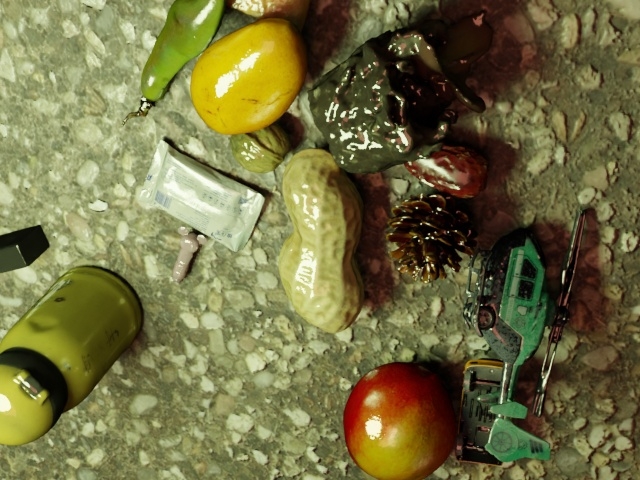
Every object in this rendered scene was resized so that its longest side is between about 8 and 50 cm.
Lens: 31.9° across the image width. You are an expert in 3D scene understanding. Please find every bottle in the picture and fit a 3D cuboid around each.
[{"bbox_3d":[-0.437,0.192,1.806,0.171,0.351,0.172,8,118,15],"label":"bottle"}]

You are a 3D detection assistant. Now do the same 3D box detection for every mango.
[{"bbox_3d":[-0.096,-0.233,1.572,0.144,0.112,0.219,25,140,-24],"label":"mango"}]

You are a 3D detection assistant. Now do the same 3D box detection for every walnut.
[{"bbox_3d":[-0.091,-0.143,1.676,0.092,0.092,0.092,8,119,14],"label":"walnut"}]

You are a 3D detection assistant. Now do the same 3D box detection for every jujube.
[{"bbox_3d":[0.181,-0.108,1.610,0.129,0.077,0.077,23,122,17],"label":"jujube"}]

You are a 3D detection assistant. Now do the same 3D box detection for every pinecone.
[{"bbox_3d":[0.160,-0.001,1.629,0.140,0.121,0.140,21,160,8],"label":"pinecone"}]

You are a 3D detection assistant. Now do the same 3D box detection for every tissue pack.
[{"bbox_3d":[-0.190,-0.066,1.779,0.193,0.026,0.123,28,122,3],"label":"tissue pack"}]

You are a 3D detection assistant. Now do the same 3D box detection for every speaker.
[{"bbox_3d":[-0.578,0.032,1.927,0.218,0.082,0.044,-14,112,23],"label":"speaker"}]

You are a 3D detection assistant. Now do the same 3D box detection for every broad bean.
[{"bbox_3d":[-0.208,-0.278,1.628,0.067,0.075,0.325,8,149,-26],"label":"broad bean"}]

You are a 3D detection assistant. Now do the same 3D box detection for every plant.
[{"bbox_3d":[0.111,-0.195,1.516,0.234,0.204,0.178,-22,94,36],"label":"plant"}]

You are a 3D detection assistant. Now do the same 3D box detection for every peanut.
[{"bbox_3d":[0.000,0.000,1.699,0.136,0.120,0.298,4,115,11],"label":"peanut"}]

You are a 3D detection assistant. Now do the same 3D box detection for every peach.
[{"bbox_3d":[0.126,0.279,1.769,0.197,0.197,0.197,8,119,14],"label":"peach"}]

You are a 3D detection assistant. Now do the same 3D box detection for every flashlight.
[{"bbox_3d":[-0.220,0.024,1.835,0.052,0.031,0.110,25,126,2],"label":"flashlight"}]

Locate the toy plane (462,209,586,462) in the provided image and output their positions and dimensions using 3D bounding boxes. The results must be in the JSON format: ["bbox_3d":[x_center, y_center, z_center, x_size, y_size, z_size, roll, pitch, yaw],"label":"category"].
[{"bbox_3d":[0.287,0.135,1.636,0.155,0.106,0.382,9,90,-2],"label":"toy plane"}]

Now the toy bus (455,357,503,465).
[{"bbox_3d":[0.260,0.259,1.765,0.083,0.088,0.195,7,121,7],"label":"toy bus"}]

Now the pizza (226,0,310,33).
[{"bbox_3d":[-0.114,-0.443,1.530,0.182,0.074,0.365,-20,112,23],"label":"pizza"}]
